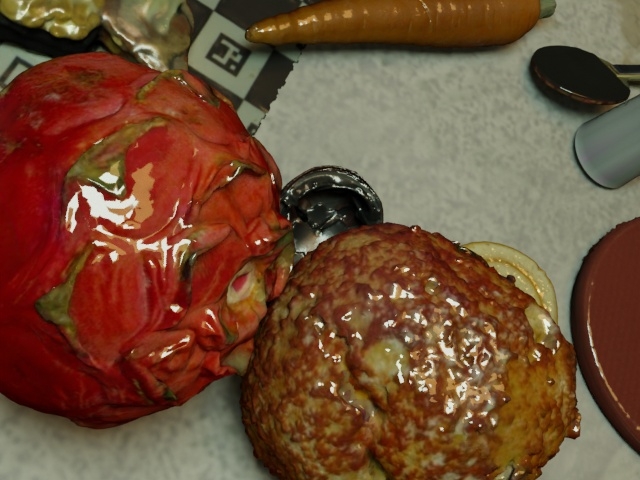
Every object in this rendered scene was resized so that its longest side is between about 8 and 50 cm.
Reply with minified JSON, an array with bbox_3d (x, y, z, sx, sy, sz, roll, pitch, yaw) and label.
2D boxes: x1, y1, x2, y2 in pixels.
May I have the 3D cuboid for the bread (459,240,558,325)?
[{"bbox_3d":[0.132,0.078,0.759,0.122,0.073,0.149,19,64,-9],"label":"bread"}]

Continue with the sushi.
[{"bbox_3d":[-0.167,-0.233,0.746,0.343,0.064,0.359,31,63,-9],"label":"sushi"}]

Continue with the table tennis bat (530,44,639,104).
[{"bbox_3d":[0.282,-0.169,0.910,0.158,0.014,0.095,-6,46,-28],"label":"table tennis bat"}]

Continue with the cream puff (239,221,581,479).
[{"bbox_3d":[0.058,0.110,0.628,0.240,0.164,0.239,0,102,0],"label":"cream puff"}]

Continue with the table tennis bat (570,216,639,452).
[{"bbox_3d":[0.424,0.122,0.871,0.415,0.051,0.268,23,66,-12],"label":"table tennis bat"}]

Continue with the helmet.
[{"bbox_3d":[0.000,0.000,0.728,0.098,0.070,0.123,8,95,-10],"label":"helmet"}]

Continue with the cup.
[{"bbox_3d":[0.317,-0.111,0.872,0.104,0.116,0.074,-37,90,-35],"label":"cup"}]

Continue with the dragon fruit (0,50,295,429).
[{"bbox_3d":[-0.133,-0.002,0.580,0.241,0.241,0.252,-22,65,-26],"label":"dragon fruit"}]

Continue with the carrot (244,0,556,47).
[{"bbox_3d":[0.083,-0.207,0.834,0.336,0.069,0.069,-10,77,-24],"label":"carrot"}]
